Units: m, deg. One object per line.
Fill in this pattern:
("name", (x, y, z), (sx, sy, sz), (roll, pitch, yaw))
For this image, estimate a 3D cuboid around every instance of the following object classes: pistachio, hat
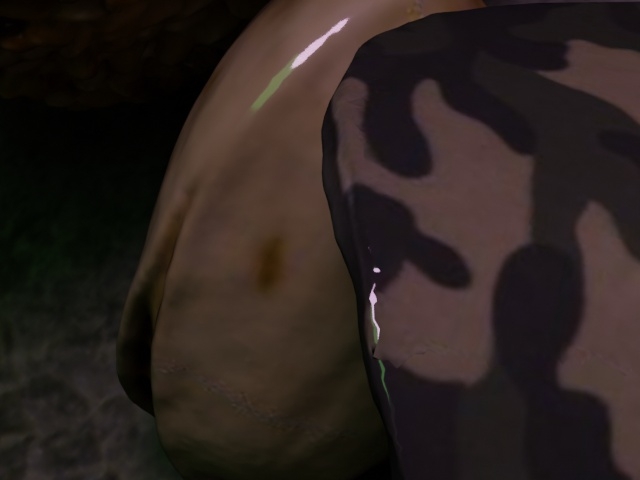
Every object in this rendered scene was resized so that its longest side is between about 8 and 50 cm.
("pistachio", (0.000, 0.000, 0.755), (0.138, 0.153, 0.238), (53, 135, 40))
("hat", (0.212, -0.004, 0.596), (0.257, 0.382, 0.366), (-42, 52, 43))

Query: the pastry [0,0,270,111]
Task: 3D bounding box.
("pastry", (-0.080, -0.196, 0.763), (0.409, 0.409, 0.245), (-33, 73, 5))
